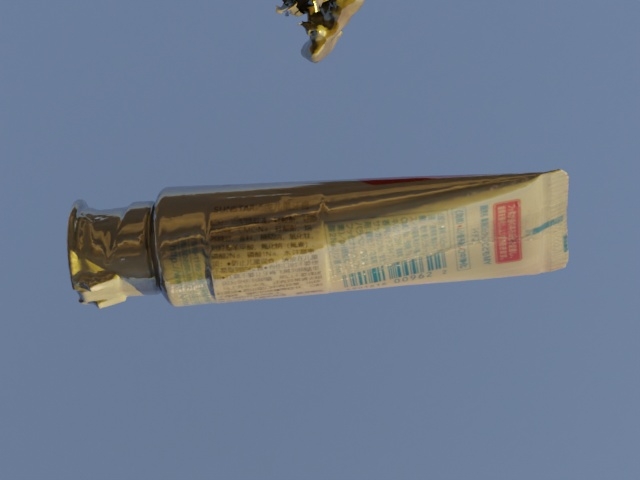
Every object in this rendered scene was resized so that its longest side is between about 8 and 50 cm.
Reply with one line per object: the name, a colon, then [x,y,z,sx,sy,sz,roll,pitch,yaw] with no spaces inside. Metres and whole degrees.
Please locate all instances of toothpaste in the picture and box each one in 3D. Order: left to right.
toothpaste: [0.000,0.000,0.809,0.234,0.089,0.057,-3,-121,6]

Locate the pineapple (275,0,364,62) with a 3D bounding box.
pineapple: [0.100,-0.225,0.811,0.361,0.175,0.175,-45,-103,16]
